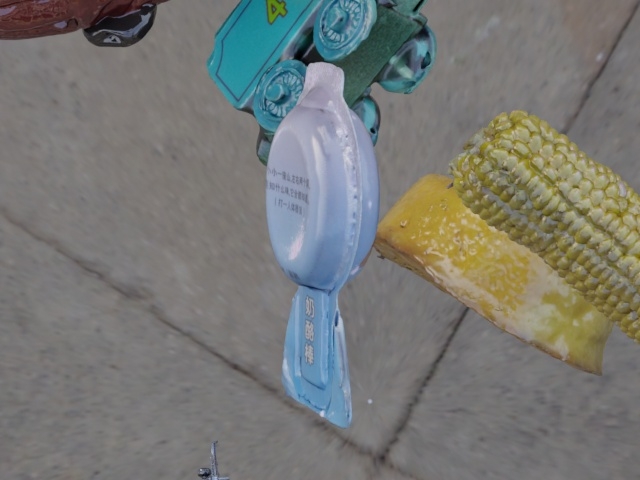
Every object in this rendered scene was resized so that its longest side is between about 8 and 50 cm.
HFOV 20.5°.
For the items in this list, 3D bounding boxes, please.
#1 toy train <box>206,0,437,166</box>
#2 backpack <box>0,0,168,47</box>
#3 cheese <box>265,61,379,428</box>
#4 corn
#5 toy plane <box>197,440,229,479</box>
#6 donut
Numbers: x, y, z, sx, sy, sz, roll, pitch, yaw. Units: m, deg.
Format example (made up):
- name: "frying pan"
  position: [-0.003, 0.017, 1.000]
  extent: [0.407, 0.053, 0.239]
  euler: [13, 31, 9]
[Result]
- name: "toy train"
  position: [0.000, -0.158, 1.438]
  extent: [0.198, 0.107, 0.154]
  euler: [-50, 51, 19]
- name: "backpack"
  position: [-0.225, -0.254, 1.411]
  extent: [0.229, 0.139, 0.229]
  euler: [-3, 70, 8]
- name: "cheese"
  position: [0.000, 0.000, 1.218]
  extent: [0.052, 0.135, 0.245]
  euler: [-3, 100, -22]
- name: "corn"
  position: [0.231, 0.009, 1.394]
  extent: [0.291, 0.101, 0.101]
  euler: [41, 87, 7]
- name: "toy plane"
  position: [-0.095, 0.222, 1.587]
  extent: [0.031, 0.083, 0.079]
  euler: [0, 69, -5]
- name: "donut"
  position: [0.179, 0.025, 1.751]
  extent: [0.277, 0.277, 0.108]
  euler: [28, 92, 4]
